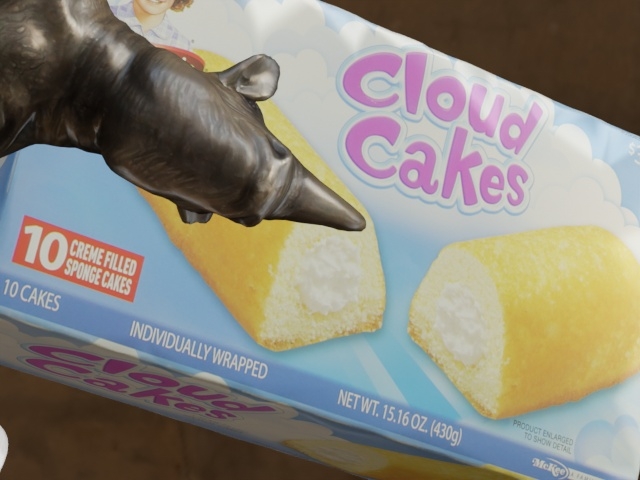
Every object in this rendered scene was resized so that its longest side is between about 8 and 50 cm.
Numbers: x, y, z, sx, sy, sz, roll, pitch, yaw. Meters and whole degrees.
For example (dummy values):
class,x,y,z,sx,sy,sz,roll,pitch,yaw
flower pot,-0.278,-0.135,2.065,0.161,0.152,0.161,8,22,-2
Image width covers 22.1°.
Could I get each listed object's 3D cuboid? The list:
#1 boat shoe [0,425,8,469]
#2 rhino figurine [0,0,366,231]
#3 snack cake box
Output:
class,x,y,z,sx,sy,sz,roll,pitch,yaw
boat shoe,-0.321,0.172,1.021,0.258,0.095,0.084,-32,-52,-7
rhino figurine,-0.096,-0.057,0.437,0.243,0.106,0.073,24,-87,-5
snack cake box,0.000,0.000,0.619,0.264,0.152,0.089,20,-19,-23
